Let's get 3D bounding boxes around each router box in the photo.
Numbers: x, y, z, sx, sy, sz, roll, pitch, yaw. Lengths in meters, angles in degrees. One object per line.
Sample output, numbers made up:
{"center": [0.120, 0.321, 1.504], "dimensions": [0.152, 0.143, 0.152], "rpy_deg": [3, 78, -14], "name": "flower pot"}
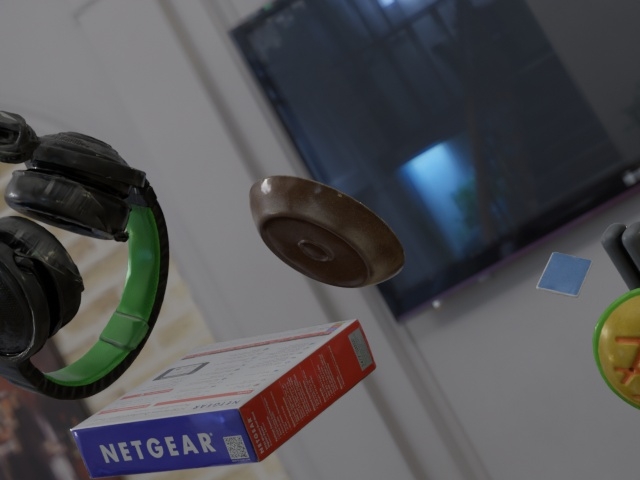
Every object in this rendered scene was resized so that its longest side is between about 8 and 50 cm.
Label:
{"center": [-0.138, 0.227, 1.962], "dimensions": [0.335, 0.082, 0.301], "rpy_deg": [-12, 13, 39], "name": "router box"}

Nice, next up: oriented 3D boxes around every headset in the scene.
{"center": [-0.249, 0.000, 1.309], "dimensions": [0.243, 0.185, 0.394], "rpy_deg": [-62, -36, -24], "name": "headset"}

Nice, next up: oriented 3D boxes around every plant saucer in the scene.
{"center": [0.000, 0.000, 1.569], "dimensions": [0.036, 0.198, 0.198], "rpy_deg": [-63, 11, -26], "name": "plant saucer"}

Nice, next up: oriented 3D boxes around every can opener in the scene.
{"center": [0.457, 0.100, 1.813], "dimensions": [0.093, 0.280, 0.074], "rpy_deg": [-42, 22, -32], "name": "can opener"}

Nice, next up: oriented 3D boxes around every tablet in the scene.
{"center": [0.310, 0.044, 1.730], "dimensions": [0.054, 0.006, 0.083], "rpy_deg": [13, 38, 19], "name": "tablet"}

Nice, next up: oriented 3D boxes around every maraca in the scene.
{"center": [0.357, 0.126, 1.383], "dimensions": [0.127, 0.186, 0.099], "rpy_deg": [-40, 13, 15], "name": "maraca"}
